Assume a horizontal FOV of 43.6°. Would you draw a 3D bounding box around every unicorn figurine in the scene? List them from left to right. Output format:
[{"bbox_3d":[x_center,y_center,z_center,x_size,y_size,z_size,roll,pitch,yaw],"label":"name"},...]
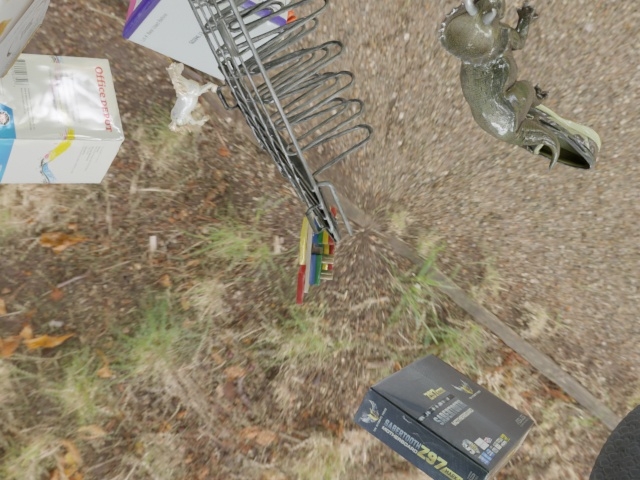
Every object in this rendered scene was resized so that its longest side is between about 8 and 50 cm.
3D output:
[{"bbox_3d":[-0.243,-0.267,1.474,0.060,0.111,0.162,28,117,33],"label":"unicorn figurine"}]

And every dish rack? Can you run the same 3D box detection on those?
[{"bbox_3d":[-0.038,-0.134,0.523,0.074,0.272,0.208,-29,46,-5],"label":"dish rack"}]

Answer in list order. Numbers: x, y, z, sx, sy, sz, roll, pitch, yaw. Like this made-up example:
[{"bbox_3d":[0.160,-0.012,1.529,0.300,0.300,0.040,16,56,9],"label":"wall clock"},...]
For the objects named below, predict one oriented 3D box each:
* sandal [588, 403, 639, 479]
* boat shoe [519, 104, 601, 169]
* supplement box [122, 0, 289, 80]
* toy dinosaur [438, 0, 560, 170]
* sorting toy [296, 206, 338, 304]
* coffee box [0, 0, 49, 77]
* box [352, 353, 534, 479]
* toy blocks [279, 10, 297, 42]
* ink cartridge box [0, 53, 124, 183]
[{"bbox_3d":[0.202,0.189,0.491,0.054,0.097,0.254,47,66,-19],"label":"sandal"},{"bbox_3d":[0.397,-0.190,1.441,0.223,0.080,0.073,21,51,-1],"label":"boat shoe"},{"bbox_3d":[-0.093,-0.280,0.738,0.113,0.111,0.220,19,65,-30],"label":"supplement box"},{"bbox_3d":[0.236,-0.214,1.075,0.121,0.160,0.314,9,132,38],"label":"toy dinosaur"},{"bbox_3d":[0.000,0.000,1.182,0.046,0.274,0.132,5,103,2],"label":"sorting toy"},{"bbox_3d":[-0.262,-0.200,0.551,0.141,0.246,0.098,33,70,-17],"label":"coffee box"},{"bbox_3d":[0.174,0.245,1.091,0.183,0.232,0.059,32,108,23],"label":"box"},{"bbox_3d":[-0.091,-0.411,1.411,0.148,0.054,0.123,-41,90,-17],"label":"toy blocks"},{"bbox_3d":[-0.488,-0.208,1.401,0.232,0.168,0.171,-3,68,-31],"label":"ink cartridge box"}]
